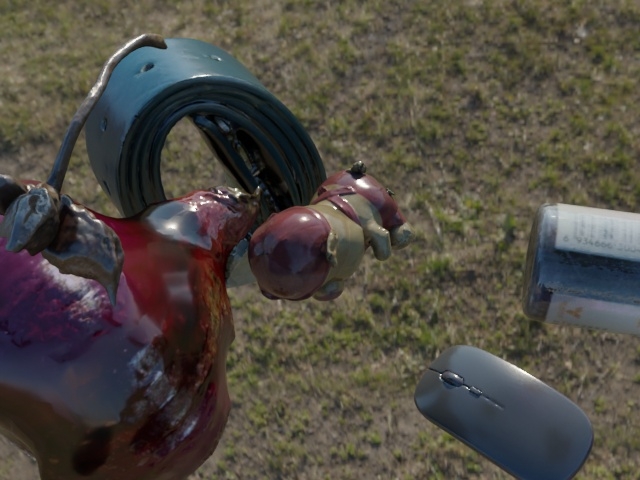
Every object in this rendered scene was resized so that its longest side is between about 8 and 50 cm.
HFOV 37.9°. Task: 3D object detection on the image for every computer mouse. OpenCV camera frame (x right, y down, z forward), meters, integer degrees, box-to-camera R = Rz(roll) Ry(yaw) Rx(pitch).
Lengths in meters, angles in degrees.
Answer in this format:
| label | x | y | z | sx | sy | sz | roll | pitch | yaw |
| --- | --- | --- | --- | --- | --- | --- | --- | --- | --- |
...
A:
| label | x | y | z | sx | sy | sz | roll | pitch | yaw |
| --- | --- | --- | --- | --- | --- | --- | --- | --- | --- |
| computer mouse | 0.221 | 0.212 | 1.151 | 0.232 | 0.057 | 0.120 | 31 | 72 | 35 |

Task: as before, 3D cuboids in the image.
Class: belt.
| label | x | y | z | sx | sy | sz | roll | pitch | yaw |
| --- | --- | --- | --- | --- | --- | --- | --- | --- | --- |
| belt | -0.168 | -0.105 | 1.430 | 0.300 | 0.436 | 0.173 | -39 | 44 | -2 |

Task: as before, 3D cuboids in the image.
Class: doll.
| label | x | y | z | sx | sy | sz | roll | pitch | yaw |
| --- | --- | --- | --- | --- | --- | --- | --- | --- | --- |
| doll | 0.002 | 0.003 | 1.332 | 0.152 | 0.196 | 0.256 | 52 | 44 | 7 |

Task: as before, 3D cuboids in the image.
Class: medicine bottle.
| label | x | y | z | sx | sy | sz | roll | pitch | yaw |
| --- | --- | --- | --- | --- | --- | --- | --- | --- | --- |
| medicine bottle | 0.416 | 0.046 | 1.242 | 0.274 | 0.165 | 0.165 | 9 | 52 | 7 |

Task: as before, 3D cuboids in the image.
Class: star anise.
| label | x | y | z | sx | sy | sz | roll | pitch | yaw |
| --- | --- | --- | --- | --- | --- | --- | --- | --- | --- |
| star anise | -0.183 | -0.082 | 0.804 | 0.148 | 0.218 | 0.227 | 32 | 90 | -13 |

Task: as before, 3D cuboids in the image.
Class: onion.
| label | x | y | z | sx | sy | sz | roll | pitch | yaw |
| --- | --- | --- | --- | --- | --- | --- | --- | --- | --- |
| onion | -0.222 | 0.069 | 1.075 | 0.420 | 0.398 | 0.398 | -39 | 53 | -10 |
